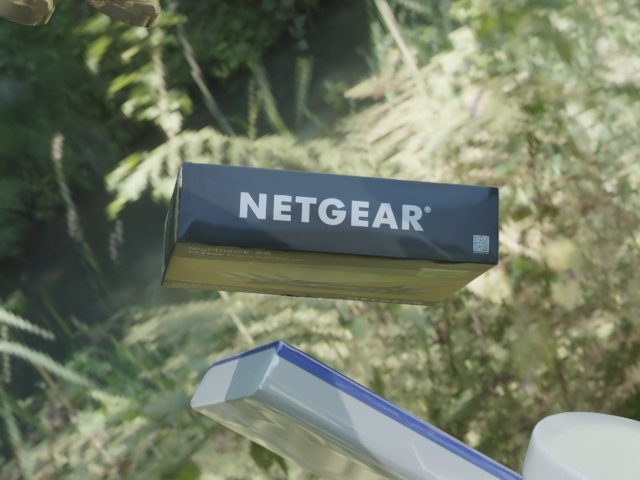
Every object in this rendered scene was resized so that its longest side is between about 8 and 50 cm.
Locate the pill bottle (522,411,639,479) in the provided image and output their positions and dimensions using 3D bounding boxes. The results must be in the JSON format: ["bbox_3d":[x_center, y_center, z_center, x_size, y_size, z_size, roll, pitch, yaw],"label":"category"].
[{"bbox_3d":[0.124,0.200,0.658,0.121,0.216,0.121,9,16,-3],"label":"pill bottle"}]

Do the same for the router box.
[{"bbox_3d":[0.000,0.000,1.367,0.309,0.081,0.243,4,-13,-8],"label":"router box"}]

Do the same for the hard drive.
[{"bbox_3d":[0.076,0.168,0.926,0.040,0.319,0.210,-63,10,-16],"label":"hard drive"}]

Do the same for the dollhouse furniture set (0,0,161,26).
[{"bbox_3d":[-0.107,-0.277,0.749,0.362,0.256,0.394,-57,-15,21],"label":"dollhouse furniture set"}]
